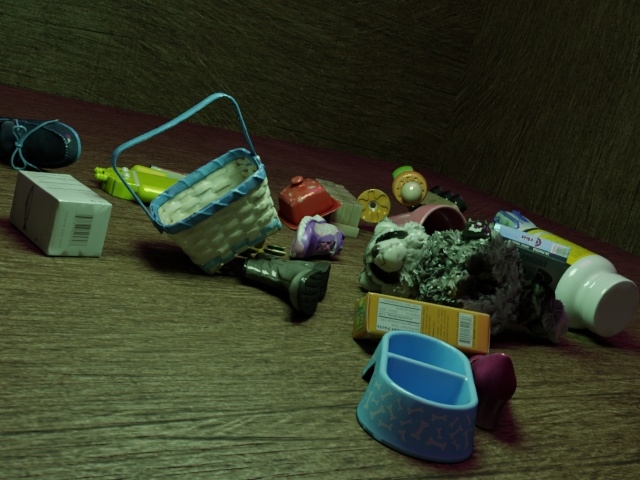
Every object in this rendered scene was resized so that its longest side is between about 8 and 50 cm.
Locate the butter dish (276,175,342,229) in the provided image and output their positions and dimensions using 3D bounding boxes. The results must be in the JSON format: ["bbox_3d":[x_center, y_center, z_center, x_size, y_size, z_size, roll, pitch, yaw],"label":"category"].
[{"bbox_3d":[-0.048,-0.120,2.022,0.160,0.118,0.160,-27,28,-15],"label":"butter dish"}]

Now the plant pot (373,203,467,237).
[{"bbox_3d":[0.230,0.011,1.787,0.201,0.201,0.180,5,2,-40],"label":"plant pot"}]

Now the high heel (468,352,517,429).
[{"bbox_3d":[0.270,0.198,1.178,0.082,0.117,0.244,19,14,13],"label":"high heel"}]

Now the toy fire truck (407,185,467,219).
[{"bbox_3d":[0.413,-0.037,2.336,0.158,0.246,0.217,-30,21,-8],"label":"toy fire truck"}]

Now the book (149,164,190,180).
[{"bbox_3d":[-0.423,-0.188,2.158,0.144,0.035,0.096,12,10,-16],"label":"book"}]

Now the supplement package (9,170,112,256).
[{"bbox_3d":[-0.476,-0.050,1.357,0.105,0.105,0.179,2,18,-45],"label":"supplement package"}]

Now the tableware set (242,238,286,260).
[{"bbox_3d":[-0.124,0.016,1.556,0.104,0.024,0.154,13,-10,-6],"label":"tableware set"}]

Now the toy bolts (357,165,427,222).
[{"bbox_3d":[0.226,-0.068,2.126,0.218,0.228,0.158,-25,15,8],"label":"toy bolts"}]

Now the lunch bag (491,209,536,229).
[{"bbox_3d":[0.550,0.007,2.167,0.090,0.176,0.219,15,14,-5],"label":"lunch bag"}]

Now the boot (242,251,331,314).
[{"bbox_3d":[-0.076,0.075,1.405,0.161,0.083,0.246,10,6,7],"label":"boot"}]

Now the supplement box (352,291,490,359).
[{"bbox_3d":[0.177,0.151,1.308,0.233,0.080,0.078,14,-20,-13],"label":"supplement box"}]

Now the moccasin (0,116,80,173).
[{"bbox_3d":[-0.736,-0.231,1.816,0.342,0.137,0.117,7,12,29],"label":"moccasin"}]

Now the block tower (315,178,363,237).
[{"bbox_3d":[0.043,-0.103,2.212,0.091,0.097,0.335,12,15,-14],"label":"block tower"}]

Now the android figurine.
[{"bbox_3d":[-0.435,-0.137,1.883,0.273,0.056,0.248,13,13,-20],"label":"android figurine"}]

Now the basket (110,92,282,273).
[{"bbox_3d":[-0.226,-0.102,1.416,0.255,0.289,0.201,-30,33,-12],"label":"basket"}]

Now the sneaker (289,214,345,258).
[{"bbox_3d":[0.000,0.000,1.756,0.105,0.095,0.236,26,14,9],"label":"sneaker"}]

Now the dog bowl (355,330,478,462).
[{"bbox_3d":[0.145,0.211,1.076,0.166,0.074,0.297,16,12,3],"label":"dog bowl"}]

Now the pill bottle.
[{"bbox_3d":[0.592,0.099,1.807,0.188,0.187,0.334,8,15,-30],"label":"pill bottle"}]

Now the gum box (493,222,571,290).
[{"bbox_3d":[0.429,0.047,1.574,0.157,0.041,0.184,20,-26,16],"label":"gum box"}]

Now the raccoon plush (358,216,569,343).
[{"bbox_3d":[0.281,0.114,1.584,0.299,0.216,0.446,9,-28,52],"label":"raccoon plush"}]
